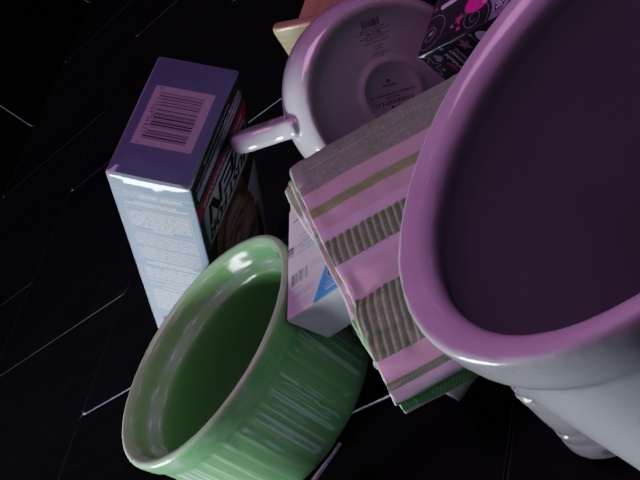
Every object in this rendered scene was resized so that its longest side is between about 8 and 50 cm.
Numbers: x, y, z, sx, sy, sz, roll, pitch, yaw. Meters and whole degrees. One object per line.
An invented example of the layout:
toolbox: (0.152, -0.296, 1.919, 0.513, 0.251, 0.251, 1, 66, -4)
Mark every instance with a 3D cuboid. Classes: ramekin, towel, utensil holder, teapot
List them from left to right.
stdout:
ramekin: (-0.082, 0.159, 1.567, 0.303, 0.148, 0.303, -42, 27, 27)
teapot: (0.056, -0.171, 1.624, 0.253, 0.256, 0.187, -66, 15, -4)
towel: (0.119, -0.010, 1.325, 0.247, 0.038, 0.325, -29, 50, 3)
utensil holder: (0.290, 0.020, 0.769, 0.327, 0.385, 0.328, -41, 28, 27)

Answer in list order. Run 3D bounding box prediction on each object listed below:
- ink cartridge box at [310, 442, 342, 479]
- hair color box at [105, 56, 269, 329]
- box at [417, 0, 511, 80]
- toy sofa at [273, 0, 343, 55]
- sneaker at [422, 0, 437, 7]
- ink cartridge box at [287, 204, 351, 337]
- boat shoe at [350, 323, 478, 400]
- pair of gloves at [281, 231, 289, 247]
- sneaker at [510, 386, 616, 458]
ink cartridge box: (-0.058, 0.322, 1.330, 0.224, 0.045, 0.223, -49, -3, 19)
hair color box: (-0.159, -0.038, 1.741, 0.374, 0.113, 0.185, 84, -158, -56)
box: (0.233, -0.272, 1.518, 0.142, 0.163, 0.247, -24, 38, 47)
toy sofa: (0.069, -0.385, 2.029, 0.150, 0.177, 0.363, -6, 49, 28)
sneaker: (0.154, -0.371, 1.863, 0.130, 0.109, 0.286, -5, 64, 15)
ink cartridge box: (0.018, -0.001, 1.452, 0.104, 0.060, 0.180, -36, 42, 42)
boat shoe: (0.085, 0.112, 1.398, 0.076, 0.083, 0.226, -59, 25, -12)
pair of gloves: (0.000, 0.000, 1.776, 0.159, 0.023, 0.198, -54, 23, 3)
sneaker: (0.270, 0.061, 1.040, 0.305, 0.152, 0.114, -39, 27, 29)
